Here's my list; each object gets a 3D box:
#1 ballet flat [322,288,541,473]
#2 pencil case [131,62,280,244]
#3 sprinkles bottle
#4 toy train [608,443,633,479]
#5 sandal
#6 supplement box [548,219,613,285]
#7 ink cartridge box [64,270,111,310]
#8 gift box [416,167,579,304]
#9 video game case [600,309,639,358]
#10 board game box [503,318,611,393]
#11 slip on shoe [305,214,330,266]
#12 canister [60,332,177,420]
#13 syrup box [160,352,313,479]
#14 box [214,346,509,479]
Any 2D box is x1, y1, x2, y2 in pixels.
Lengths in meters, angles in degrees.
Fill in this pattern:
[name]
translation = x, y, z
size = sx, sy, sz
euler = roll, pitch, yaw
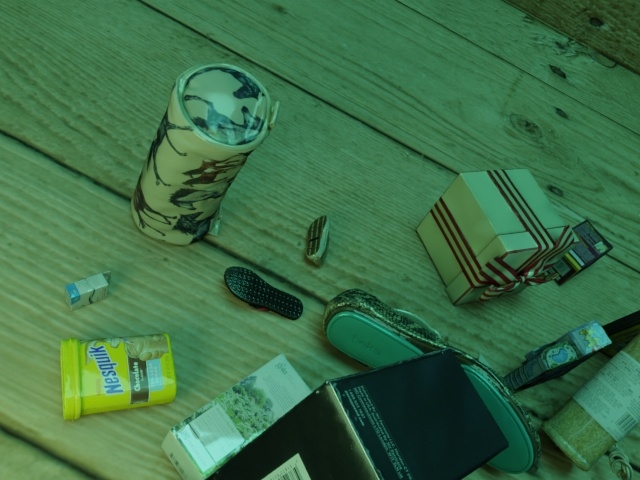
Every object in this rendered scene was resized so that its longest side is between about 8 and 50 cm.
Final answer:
[ballet flat]
translation = 0.227, 0.244, 1.144
size = 0.482, 0.164, 0.182
euler = 35, 28, 6
[pencil case]
translation = -0.218, -0.138, 1.050
size = 0.183, 0.410, 0.160
euler = 7, 63, -25
[sprinkles bottle]
translation = 0.605, 0.292, 1.147
size = 0.121, 0.355, 0.121
euler = 44, 5, -5
[toy train]
translation = 0.546, 0.506, 1.117
size = 0.143, 0.105, 0.248
euler = -2, 55, -10
[sandal]
translation = -0.118, 0.112, 1.156
size = 0.179, 0.040, 0.067
euler = 30, 52, -20
[supplement box]
translation = 0.675, 0.030, 1.546
size = 0.188, 0.081, 0.104
euler = -21, 65, -35
[ink cartridge box]
translation = -0.407, 0.088, 1.029
size = 0.083, 0.048, 0.028
euler = -22, 66, -35
[gift box]
translation = 0.405, -0.008, 1.332
size = 0.255, 0.276, 0.258
euler = -10, 61, -24
[video game case]
translation = 0.787, 0.242, 1.305
size = 0.248, 0.275, 0.035
euler = 29, 61, -1
[board game box]
translation = 0.500, 0.244, 1.226
size = 0.194, 0.194, 0.060
euler = -8, 59, -30
[slip on shoe]
translation = 0.000, 0.000, 1.291
size = 0.041, 0.051, 0.135
euler = 54, 28, -34
[canister]
translation = -0.330, 0.217, 0.950
size = 0.169, 0.073, 0.126
euler = -1, 56, -27
[syrup box]
translation = -0.133, 0.296, 0.962
size = 0.237, 0.096, 0.093
euler = -29, 72, -38
[box]
translation = 0.062, 0.321, 0.850
size = 0.294, 0.296, 0.183
euler = -2, 55, -48
